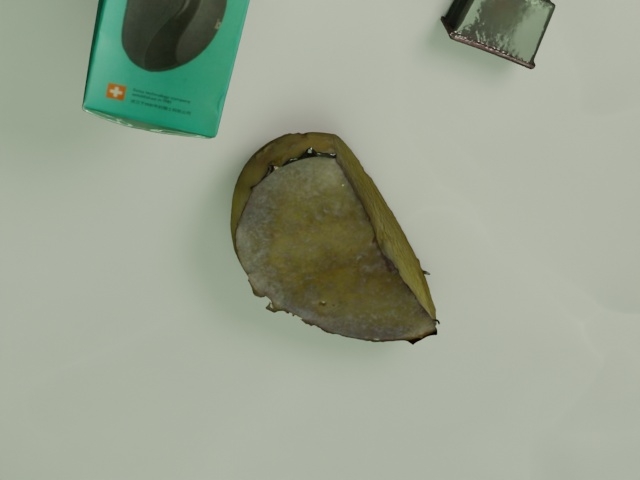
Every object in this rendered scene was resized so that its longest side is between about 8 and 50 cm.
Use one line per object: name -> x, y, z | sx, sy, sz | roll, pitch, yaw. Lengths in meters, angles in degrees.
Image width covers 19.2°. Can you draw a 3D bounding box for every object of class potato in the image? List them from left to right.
potato -> 0.000, 0.000, 1.731 | 0.138, 0.098, 0.243 | -23, 123, 12

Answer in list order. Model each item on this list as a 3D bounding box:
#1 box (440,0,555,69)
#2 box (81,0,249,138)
box -> 0.157, -0.198, 1.660 | 0.084, 0.060, 0.063 | 20, 110, -12
box -> -0.104, -0.265, 1.502 | 0.118, 0.205, 0.311 | 10, 127, -9
